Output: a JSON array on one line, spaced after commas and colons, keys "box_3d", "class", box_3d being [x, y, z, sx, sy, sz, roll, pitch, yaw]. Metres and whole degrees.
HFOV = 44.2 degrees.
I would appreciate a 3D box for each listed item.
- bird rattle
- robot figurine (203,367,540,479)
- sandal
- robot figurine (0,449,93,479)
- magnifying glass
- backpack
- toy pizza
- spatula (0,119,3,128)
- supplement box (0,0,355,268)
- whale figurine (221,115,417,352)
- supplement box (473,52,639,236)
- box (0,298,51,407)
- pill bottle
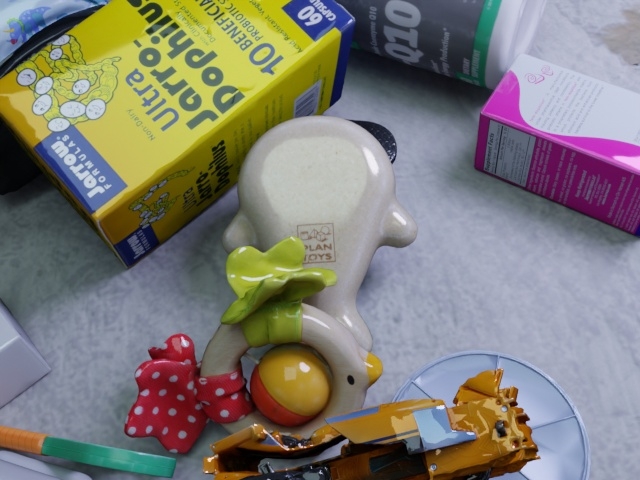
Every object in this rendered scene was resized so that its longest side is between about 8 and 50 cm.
[{"box_3d": [-0.059, 0.132, 0.769, 0.207, 0.143, 0.253, 36, 100, -5], "class": "bird rattle"}, {"box_3d": [0.033, 0.189, 0.674, 0.291, 0.211, 0.085, -16, 67, 13], "class": "robot figurine"}, {"box_3d": [0.026, -0.125, 1.009, 0.179, 0.040, 0.067, 23, 55, 35], "class": "sandal"}, {"box_3d": [-0.321, 0.284, 0.673, 0.354, 0.199, 0.300, 13, 19, 14], "class": "robot figurine"}, {"box_3d": [-0.252, 0.210, 0.793, 0.231, 0.092, 0.026, 2, 71, 20], "class": "magnifying glass"}, {"box_3d": [-0.438, -0.279, 1.046, 0.290, 0.273, 0.356, -41, 51, -13], "class": "backpack"}, {"box_3d": [0.162, 0.204, 0.780, 0.202, 0.032, 0.201, -2, 58, 3], "class": "toy pizza"}, {"box_3d": [-0.434, -0.042, 0.905, 0.084, 0.030, 0.296, 45, 104, 32], "class": "spatula"}, {"box_3d": [-0.159, -0.169, 0.914, 0.357, 0.195, 0.194, -41, 80, -14], "class": "supplement box"}, {"box_3d": [0.000, 0.000, 0.890, 0.217, 0.141, 0.271, -5, 81, 3], "class": "whale figurine"}, {"box_3d": [0.305, -0.115, 0.925, 0.220, 0.114, 0.111, 27, 64, 20], "class": "supplement box"}, {"box_3d": [-0.407, 0.132, 0.846, 0.170, 0.091, 0.130, -37, 61, -17], "class": "box"}, {"box_3d": [0.106, -0.344, 1.040, 0.361, 0.204, 0.204, 22, 62, 19], "class": "pill bottle"}]
